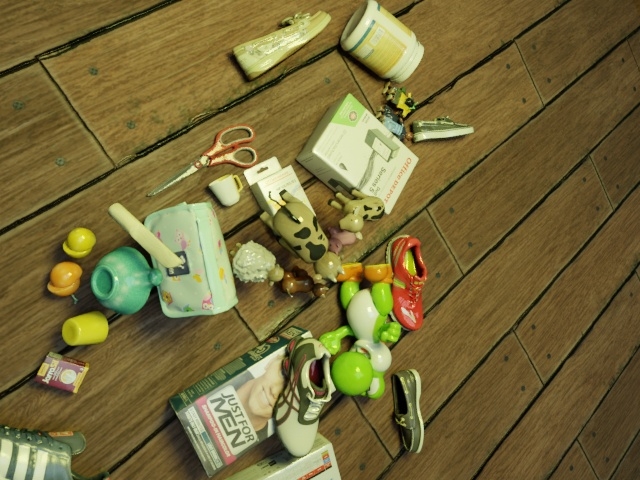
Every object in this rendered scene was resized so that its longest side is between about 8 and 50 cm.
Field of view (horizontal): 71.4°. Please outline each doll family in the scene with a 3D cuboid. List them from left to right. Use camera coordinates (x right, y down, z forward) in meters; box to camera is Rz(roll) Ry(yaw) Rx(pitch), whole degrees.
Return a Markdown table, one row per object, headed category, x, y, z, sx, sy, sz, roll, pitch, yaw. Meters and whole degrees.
| category | x | y | z | sx | sy | sz | roll | pitch | yaw |
| --- | --- | --- | --- | --- | --- | --- | --- | --- | --- |
| doll family | 0.228 | -0.370 | 1.298 | 0.111 | 0.076 | 0.193 | 23 | 83 | -28 |

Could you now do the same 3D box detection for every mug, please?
| category | x | y | z | sx | sy | sz | roll | pitch | yaw |
| --- | --- | --- | --- | --- | --- | --- | --- | --- | --- |
| mug | -0.219 | -0.122 | 1.071 | 0.078 | 0.062 | 0.064 | -32 | 110 | -17 |

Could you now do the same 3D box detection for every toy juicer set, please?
| category | x | y | z | sx | sy | sz | roll | pitch | yaw |
| --- | --- | --- | --- | --- | --- | --- | --- | --- | --- |
| toy juicer set | -0.407 | 0.048 | 0.879 | 0.209 | 0.329 | 0.089 | 58 | 20 | 14 |

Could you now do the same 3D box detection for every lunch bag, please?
| category | x | y | z | sx | sy | sz | roll | pitch | yaw |
| --- | --- | --- | --- | --- | --- | --- | --- | --- | --- |
| lunch bag | -0.268 | 0.038 | 0.925 | 0.160 | 0.262 | 0.223 | -12 | 94 | -26 |

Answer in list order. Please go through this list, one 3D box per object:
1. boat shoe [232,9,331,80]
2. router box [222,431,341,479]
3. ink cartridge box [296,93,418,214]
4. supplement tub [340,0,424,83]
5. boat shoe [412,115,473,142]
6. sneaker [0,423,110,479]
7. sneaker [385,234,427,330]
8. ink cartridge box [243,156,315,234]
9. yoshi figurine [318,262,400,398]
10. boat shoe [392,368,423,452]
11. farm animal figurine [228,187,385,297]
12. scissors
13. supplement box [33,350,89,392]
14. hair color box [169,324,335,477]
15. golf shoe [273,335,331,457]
| category | x | y | z | sx | sy | sz | roll | pitch | yaw |
| --- | --- | --- | --- | --- | --- | --- | --- | --- | --- |
| boat shoe | -0.090 | -0.514 | 1.125 | 0.285 | 0.104 | 0.089 | -43 | 109 | -21 |
| router box | -0.096 | 0.688 | 1.082 | 0.335 | 0.082 | 0.301 | -16 | 95 | -26 |
| ink cartridge box | 0.104 | -0.219 | 1.202 | 0.273 | 0.115 | 0.198 | 36 | 73 | -20 |
| supplement tub | 0.171 | -0.543 | 1.233 | 0.199 | 0.144 | 0.144 | 28 | 76 | -23 |
| boat shoe | 0.377 | -0.346 | 1.364 | 0.219 | 0.078 | 0.070 | -10 | 94 | -25 |
| sneaker | -0.554 | 0.399 | 0.853 | 0.148 | 0.131 | 0.350 | -45 | 112 | -28 |
| sneaker | 0.250 | 0.123 | 1.258 | 0.107 | 0.118 | 0.279 | -9 | 92 | -26 |
| ink cartridge box | -0.103 | -0.117 | 1.124 | 0.104 | 0.061 | 0.181 | -32 | 101 | -24 |
| yoshi figurine | 0.100 | 0.243 | 1.151 | 0.203 | 0.203 | 0.362 | -4 | 92 | -11 |
| boat shoe | 0.241 | 0.484 | 1.263 | 0.068 | 0.081 | 0.228 | 3 | 80 | -23 |
| farm animal figurine | 0.000 | 0.000 | 1.028 | 0.330 | 0.172 | 0.327 | -55 | 138 | 3 |
| scissors | -0.283 | -0.197 | 1.066 | 0.297 | 0.021 | 0.109 | -23 | 100 | -24 |
| supplement box | -0.526 | 0.268 | 0.909 | 0.083 | 0.043 | 0.055 | 26 | 78 | -22 |
| hair color box | -0.153 | 0.364 | 1.056 | 0.347 | 0.105 | 0.174 | -28 | 100 | -25 |
| golf shoe | -0.035 | 0.355 | 0.991 | 0.105 | 0.120 | 0.273 | 4 | 87 | -29 |
